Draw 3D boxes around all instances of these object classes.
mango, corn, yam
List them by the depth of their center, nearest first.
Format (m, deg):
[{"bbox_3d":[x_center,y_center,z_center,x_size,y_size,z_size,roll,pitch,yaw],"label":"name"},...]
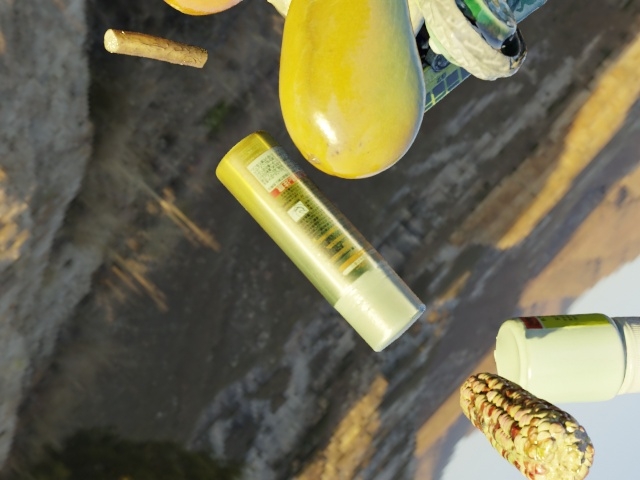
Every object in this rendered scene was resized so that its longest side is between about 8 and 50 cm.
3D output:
[{"bbox_3d":[0.034,-0.189,1.211,0.156,0.251,0.114,-1,-179,-13],"label":"mango"},{"bbox_3d":[0.251,0.231,1.454,0.092,0.092,0.280,-47,-165,-3],"label":"corn"},{"bbox_3d":[-0.213,-0.251,1.532,0.145,0.032,0.032,5,135,-39],"label":"yam"}]

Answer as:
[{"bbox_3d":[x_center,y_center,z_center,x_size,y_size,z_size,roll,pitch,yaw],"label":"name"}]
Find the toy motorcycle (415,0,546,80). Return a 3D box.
[{"bbox_3d":[0.088,-0.223,0.816,0.109,0.198,0.296,-35,-170,31],"label":"toy motorcycle"}]

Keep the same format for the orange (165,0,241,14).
[{"bbox_3d":[-0.124,-0.390,1.450,0.249,0.183,0.249,-54,-174,9],"label":"orange"}]

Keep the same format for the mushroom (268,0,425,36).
[{"bbox_3d":[0.062,-0.361,1.617,0.164,0.189,0.267,-48,-159,-23],"label":"mushroom"}]

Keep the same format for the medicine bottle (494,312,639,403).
[{"bbox_3d":[0.398,0.183,1.822,0.226,0.139,0.139,-2,158,-11],"label":"medicine bottle"}]

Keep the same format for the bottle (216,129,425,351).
[{"bbox_3d":[0.000,0.000,1.355,0.082,0.286,0.082,-41,170,-9],"label":"bottle"}]

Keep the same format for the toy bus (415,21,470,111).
[{"bbox_3d":[0.120,-0.258,1.777,0.262,0.128,0.150,-39,156,-6],"label":"toy bus"}]
